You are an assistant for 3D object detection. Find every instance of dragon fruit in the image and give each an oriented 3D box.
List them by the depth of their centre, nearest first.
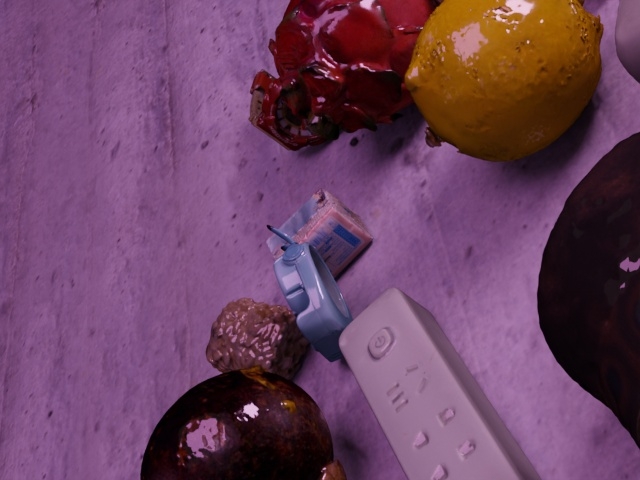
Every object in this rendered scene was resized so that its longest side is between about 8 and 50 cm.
[{"bbox_3d":[0.057,-0.233,1.455,0.274,0.193,0.192,-54,25,-15],"label":"dragon fruit"}]

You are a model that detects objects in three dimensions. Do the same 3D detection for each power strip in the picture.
[{"bbox_3d":[0.107,0.165,1.152,0.091,0.062,0.385,-46,34,11],"label":"power strip"}]

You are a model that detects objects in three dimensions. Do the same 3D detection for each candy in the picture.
[{"bbox_3d":[-0.066,0.111,1.419,0.110,0.085,0.095,20,87,46],"label":"candy"}]

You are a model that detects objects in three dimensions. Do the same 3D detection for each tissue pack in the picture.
[{"bbox_3d":[0.000,0.000,1.427,0.094,0.074,0.059,-45,31,12],"label":"tissue pack"}]

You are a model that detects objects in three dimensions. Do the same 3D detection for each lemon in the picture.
[{"bbox_3d":[0.181,-0.169,1.250,0.206,0.173,0.173,-33,32,-8],"label":"lemon"}]

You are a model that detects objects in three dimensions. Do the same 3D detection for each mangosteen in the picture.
[{"bbox_3d":[-0.061,0.233,1.219,0.192,0.192,0.217,-50,57,9],"label":"mangosteen"}]

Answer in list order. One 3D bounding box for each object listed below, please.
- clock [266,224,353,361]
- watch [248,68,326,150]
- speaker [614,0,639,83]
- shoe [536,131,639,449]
[{"bbox_3d":[-0.011,0.047,1.337,0.045,0.108,0.147,-28,59,6],"label":"clock"},{"bbox_3d":[-0.025,-0.223,1.656,0.165,0.102,0.268,-47,25,17],"label":"watch"},{"bbox_3d":[0.383,-0.291,1.090,0.184,0.183,0.406,-22,45,50],"label":"speaker"},{"bbox_3d":[0.320,-0.024,0.936,0.384,0.171,0.237,-57,36,13],"label":"shoe"}]
